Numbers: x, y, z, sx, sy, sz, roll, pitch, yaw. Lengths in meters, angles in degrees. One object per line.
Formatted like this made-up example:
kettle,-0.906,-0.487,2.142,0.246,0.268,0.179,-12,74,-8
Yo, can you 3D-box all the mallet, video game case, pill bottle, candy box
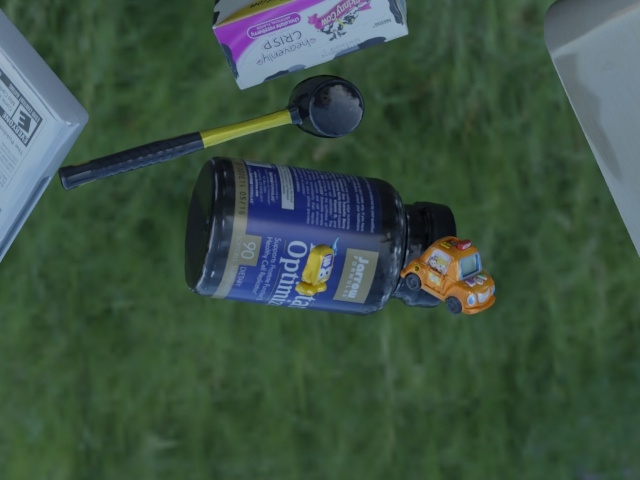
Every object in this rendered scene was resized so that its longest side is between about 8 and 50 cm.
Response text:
mallet,-0.068,-0.064,1.146,0.190,0.039,0.062,-15,-171,-4
video game case,-0.376,-0.132,1.701,0.036,0.329,0.300,-26,161,-48
pill bottle,0.000,0.000,1.610,0.219,0.122,0.123,7,158,-15
candy box,-0.009,-0.242,1.672,0.159,0.233,0.071,-18,123,11

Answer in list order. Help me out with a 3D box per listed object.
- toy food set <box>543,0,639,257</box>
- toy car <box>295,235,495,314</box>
toy food set,0.360,-0.120,1.697,0.220,0.306,0.092,-23,-176,32
toy car,0.051,0.020,1.120,0.122,0.060,0.040,-5,122,-36
